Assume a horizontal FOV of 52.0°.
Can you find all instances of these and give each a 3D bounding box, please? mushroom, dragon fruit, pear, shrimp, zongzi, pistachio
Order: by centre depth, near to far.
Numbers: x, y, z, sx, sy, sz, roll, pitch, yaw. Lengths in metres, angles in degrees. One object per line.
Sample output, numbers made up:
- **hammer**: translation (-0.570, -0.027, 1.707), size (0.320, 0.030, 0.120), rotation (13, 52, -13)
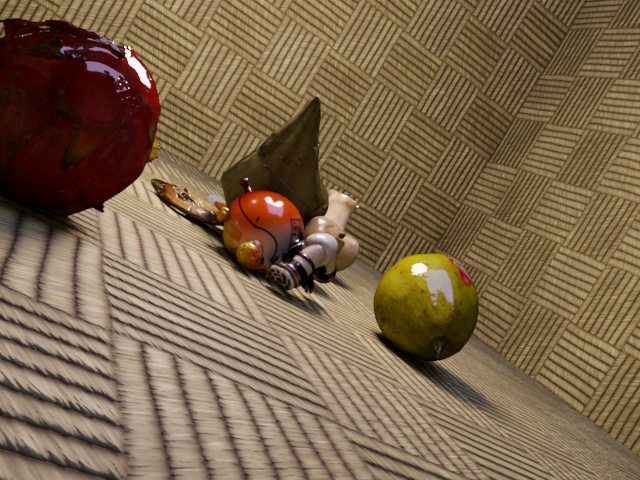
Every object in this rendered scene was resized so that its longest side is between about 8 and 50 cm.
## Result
- **dragon fruit**: translation (-0.414, -0.197, 1.060), size (0.295, 0.302, 0.295), rotation (24, 6, -3)
- **pear**: translation (0.286, 0.193, 1.755), size (0.287, 0.287, 0.375), rotation (30, 23, -15)
- **zongzi**: translation (-0.037, -0.205, 1.860), size (0.356, 0.393, 0.174), rotation (19, 36, -50)
- **shrimp**: translation (-0.392, -0.110, 1.890), size (0.267, 0.061, 0.145), rotation (34, 14, 18)
- **pistachio**: translation (0.000, 0.000, 1.947), size (0.152, 0.126, 0.223), rotation (-1, -14, 5)
- **mushroom**: translation (0.021, -0.039, 2.391), size (0.297, 0.290, 0.297), rotation (30, 3, -2)

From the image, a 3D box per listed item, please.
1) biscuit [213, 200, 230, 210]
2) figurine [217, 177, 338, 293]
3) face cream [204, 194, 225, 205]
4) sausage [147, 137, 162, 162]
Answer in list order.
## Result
- **biscuit**: translation (-0.175, -0.045, 2.002), size (0.324, 0.049, 0.205), rotation (31, -10, -32)
- **figurine**: translation (-0.115, -0.009, 1.665), size (0.323, 0.196, 0.320), rotation (33, 14, 20)
- **face cream**: translation (-0.321, -0.095, 2.170), size (0.084, 0.057, 0.198), rotation (-10, 27, -29)
- **sausage**: translation (-0.675, -0.342, 2.266), size (0.125, 0.117, 0.317), rotation (17, 2, 13)
